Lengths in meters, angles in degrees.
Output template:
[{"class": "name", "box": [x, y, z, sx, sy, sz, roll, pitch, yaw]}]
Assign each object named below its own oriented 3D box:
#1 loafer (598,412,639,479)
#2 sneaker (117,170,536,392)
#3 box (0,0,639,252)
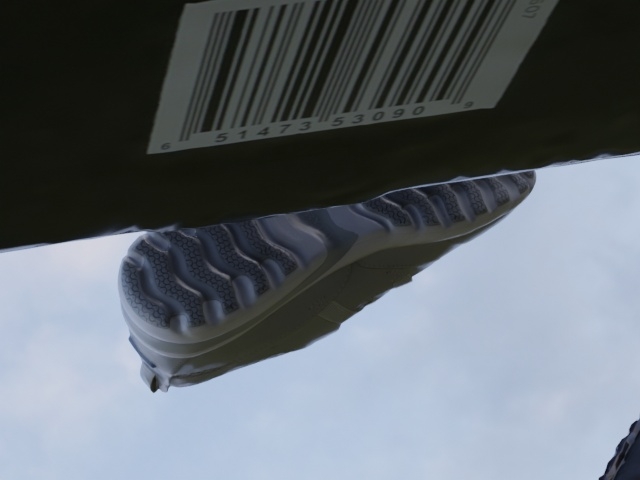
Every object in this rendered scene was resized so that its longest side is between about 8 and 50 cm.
[{"class": "loafer", "box": [0.190, 0.077, 0.422, 0.095, 0.303, 0.109, -36, -70, -30]}, {"class": "sneaker", "box": [0.000, 0.000, 1.027, 0.281, 0.105, 0.115, -22, -26, -24]}, {"class": "box", "box": [-0.057, -0.277, 0.779, 0.480, 0.471, 0.297, -10, -23, -17]}]
